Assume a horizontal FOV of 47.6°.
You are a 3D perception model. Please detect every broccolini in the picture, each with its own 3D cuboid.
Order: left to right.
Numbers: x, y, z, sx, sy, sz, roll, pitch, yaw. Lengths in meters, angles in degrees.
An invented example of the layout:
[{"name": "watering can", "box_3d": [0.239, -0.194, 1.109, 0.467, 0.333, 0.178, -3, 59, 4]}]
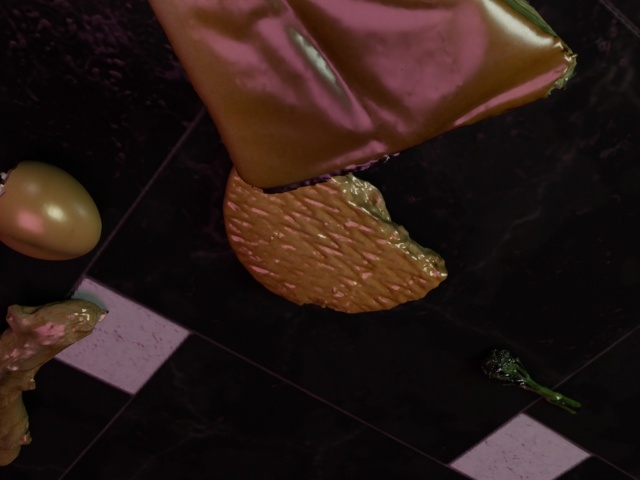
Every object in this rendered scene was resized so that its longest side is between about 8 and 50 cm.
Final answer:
[{"name": "broccolini", "box_3d": [0.231, 0.152, 0.781, 0.140, 0.030, 0.035, 26, 86, -23]}]

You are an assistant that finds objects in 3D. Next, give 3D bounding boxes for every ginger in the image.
[{"name": "ginger", "box_3d": [-0.353, 0.161, 0.760, 0.148, 0.081, 0.333, 45, 115, -9]}]

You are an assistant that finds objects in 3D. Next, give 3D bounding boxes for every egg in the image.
[{"name": "egg", "box_3d": [-0.234, -0.022, 0.621, 0.096, 0.080, 0.080, 35, 119, -19]}]

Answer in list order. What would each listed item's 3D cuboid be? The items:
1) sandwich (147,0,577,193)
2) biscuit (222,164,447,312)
[{"name": "sandwich", "box_3d": [0.022, -0.171, 0.465, 0.227, 0.155, 0.198, -17, 124, 12]}, {"name": "biscuit", "box_3d": [0.000, -0.001, 0.663, 0.224, 0.033, 0.144, 36, 121, -22]}]
